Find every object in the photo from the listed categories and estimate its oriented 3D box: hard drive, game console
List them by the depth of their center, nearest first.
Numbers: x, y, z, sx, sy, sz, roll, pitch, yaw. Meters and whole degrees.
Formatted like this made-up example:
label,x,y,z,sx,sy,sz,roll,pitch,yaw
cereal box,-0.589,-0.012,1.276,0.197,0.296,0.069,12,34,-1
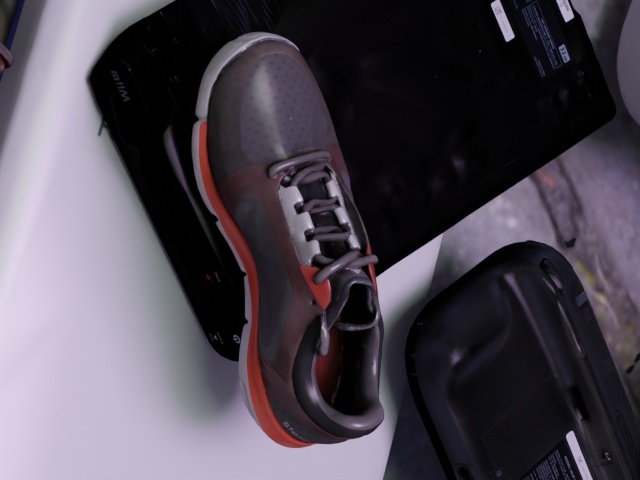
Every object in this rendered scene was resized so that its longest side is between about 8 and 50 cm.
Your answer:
label,x,y,z,sx,sy,sz,roll,pitch,yaw
hard drive,-0.055,0.037,0.783,0.210,0.040,0.318,22,77,-33
game console,0.060,0.039,0.813,0.213,0.044,0.361,-32,107,-29

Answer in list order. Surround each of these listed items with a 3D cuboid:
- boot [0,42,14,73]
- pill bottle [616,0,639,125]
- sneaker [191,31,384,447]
label,x,y,z,sx,sy,sz,roll,pitch,yaw
boot,-0.176,-0.038,0.703,0.106,0.037,0.114,20,77,-24
pill bottle,0.325,-0.022,0.943,0.363,0.210,0.210,37,70,-29
sneaker,0.000,0.000,0.706,0.061,0.065,0.158,-16,100,-32
